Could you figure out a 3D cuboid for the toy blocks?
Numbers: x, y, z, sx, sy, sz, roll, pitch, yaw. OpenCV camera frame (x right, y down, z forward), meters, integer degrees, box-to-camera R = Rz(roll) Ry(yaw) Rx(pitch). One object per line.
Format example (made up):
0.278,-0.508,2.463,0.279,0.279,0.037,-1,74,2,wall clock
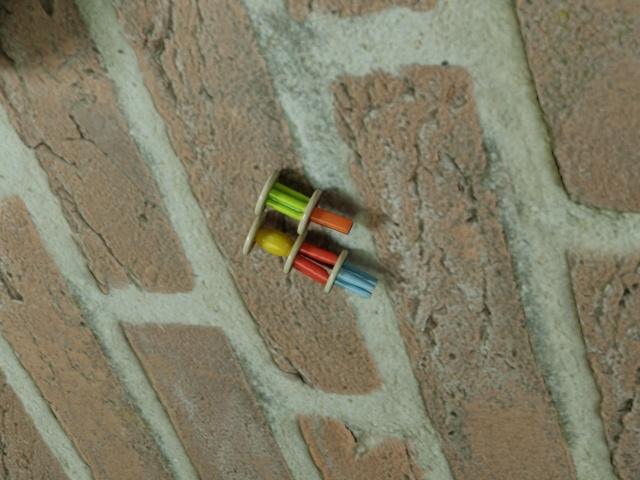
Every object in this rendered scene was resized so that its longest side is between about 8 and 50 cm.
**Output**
0.000,0.000,1.394,0.148,0.054,0.123,25,139,3,toy blocks
